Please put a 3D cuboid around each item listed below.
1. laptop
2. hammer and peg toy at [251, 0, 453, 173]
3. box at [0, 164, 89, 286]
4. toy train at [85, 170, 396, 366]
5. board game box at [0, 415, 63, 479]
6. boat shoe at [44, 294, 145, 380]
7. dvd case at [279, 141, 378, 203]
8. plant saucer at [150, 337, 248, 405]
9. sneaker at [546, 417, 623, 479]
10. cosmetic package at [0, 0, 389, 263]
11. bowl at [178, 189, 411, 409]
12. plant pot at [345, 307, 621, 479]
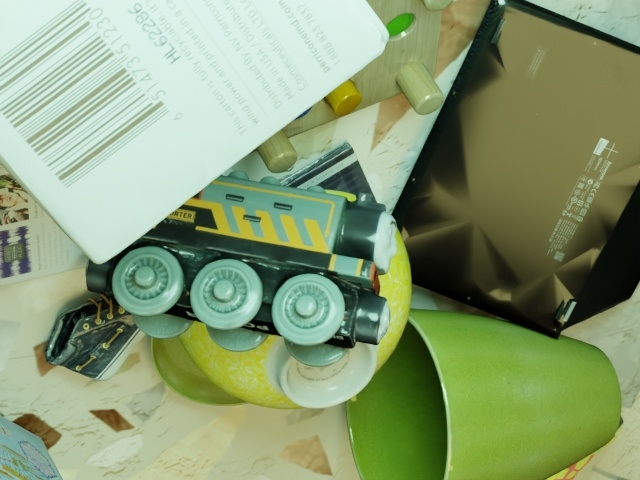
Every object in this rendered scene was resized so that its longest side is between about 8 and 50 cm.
[{"bbox_3d":[0.316,-0.101,2.168,0.408,0.236,0.382,20,112,-9],"label":"laptop"},{"bbox_3d":[0.008,-0.236,1.768,0.266,0.127,0.361,-23,151,-13],"label":"hammer and peg toy"},{"bbox_3d":[-0.379,-0.050,1.800,0.322,0.058,0.232,-14,128,-22],"label":"box"},{"bbox_3d":[-0.081,0.017,1.830,0.142,0.334,0.190,66,35,-71],"label":"toy train"},{"bbox_3d":[-0.367,0.279,1.853,0.066,0.318,0.318,-43,136,5],"label":"board game box"},{"bbox_3d":[-0.241,0.083,1.966,0.083,0.065,0.183,20,113,-39],"label":"boat shoe"},{"bbox_3d":[0.000,0.000,2.075,0.164,0.018,0.221,-31,133,-5],"label":"dvd case"},{"bbox_3d":[-0.092,0.099,2.068,0.241,0.037,0.241,-12,131,-14],"label":"plant saucer"},{"bbox_3d":[0.347,0.313,2.470,0.208,0.081,0.094,-33,140,5],"label":"sneaker"},{"bbox_3d":[-0.213,-0.267,1.501,0.327,0.394,0.329,-38,132,0],"label":"cosmetic package"},{"bbox_3d":[-0.013,0.099,1.973,0.289,0.156,0.289,-11,130,-14],"label":"bowl"},{"bbox_3d":[0.222,0.210,2.174,0.293,0.275,0.275,-4,124,-26],"label":"plant pot"}]
